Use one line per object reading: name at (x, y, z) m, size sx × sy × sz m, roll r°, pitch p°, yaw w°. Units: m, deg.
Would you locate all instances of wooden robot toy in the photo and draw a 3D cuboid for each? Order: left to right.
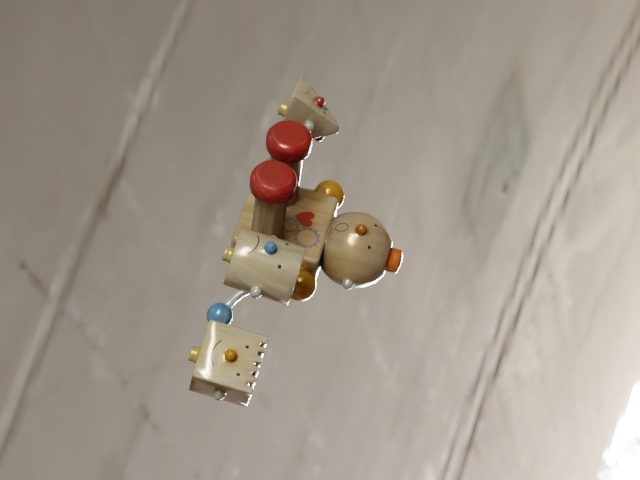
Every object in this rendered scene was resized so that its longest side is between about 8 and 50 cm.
wooden robot toy at (0.000, 0.000, 0.753) m, size 0.076 × 0.079 × 0.173 m, roll 110°, pitch 178°, yaw -53°
